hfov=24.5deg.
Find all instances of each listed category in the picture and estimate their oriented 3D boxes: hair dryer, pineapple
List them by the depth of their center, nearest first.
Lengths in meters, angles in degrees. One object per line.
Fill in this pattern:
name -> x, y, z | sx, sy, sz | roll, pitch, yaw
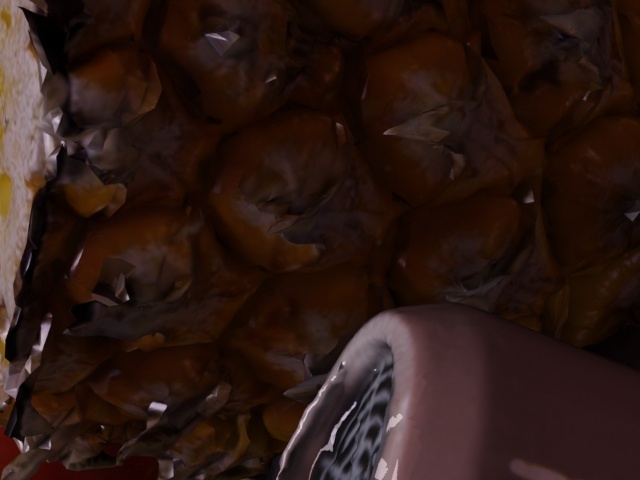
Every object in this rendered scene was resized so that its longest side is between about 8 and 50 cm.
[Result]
hair dryer -> 0.052, 0.197, 0.335 | 0.107, 0.189, 0.344 | 142, 147, -66
pineapple -> -0.026, -0.060, 0.599 | 0.352, 0.300, 0.352 | -19, 68, 57

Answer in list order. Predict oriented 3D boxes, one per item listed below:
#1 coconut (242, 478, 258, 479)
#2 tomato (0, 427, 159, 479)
coconut -> -0.047, 0.191, 0.827 | 0.124, 0.110, 0.110 | -46, 37, 51
tomato -> -0.214, 0.121, 0.987 | 0.321, 0.321, 0.321 | -168, 90, -70
